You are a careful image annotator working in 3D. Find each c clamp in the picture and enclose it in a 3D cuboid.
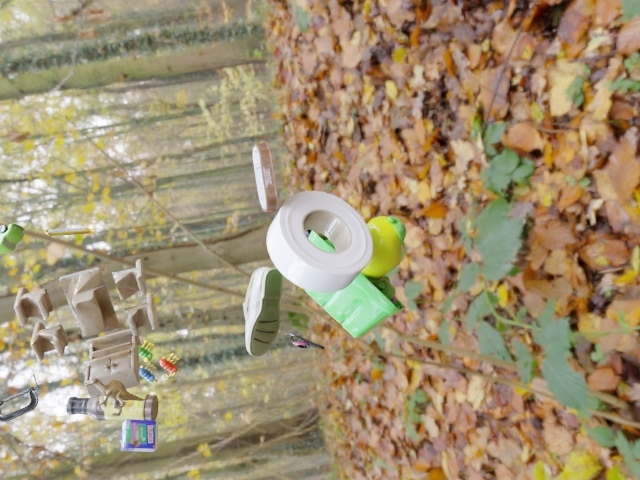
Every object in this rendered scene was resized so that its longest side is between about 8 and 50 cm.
[{"bbox_3d":[-1.039,0.549,2.064,0.137,0.161,0.022,45,150,33],"label":"c clamp"}]

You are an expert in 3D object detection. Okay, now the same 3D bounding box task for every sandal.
[{"bbox_3d":[-0.069,0.411,2.398,0.040,0.179,0.067,-66,-23,-12],"label":"sandal"}]

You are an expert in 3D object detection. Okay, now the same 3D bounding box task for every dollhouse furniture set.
[{"bbox_3d":[-0.711,0.259,1.933,0.256,0.362,0.394,-126,24,-61],"label":"dollhouse furniture set"}]

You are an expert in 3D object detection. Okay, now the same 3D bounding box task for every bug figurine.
[{"bbox_3d":[-0.729,0.523,2.550,0.216,0.279,0.072,43,-135,-21],"label":"bug figurine"}]

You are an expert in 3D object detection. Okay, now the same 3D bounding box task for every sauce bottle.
[{"bbox_3d":[-0.825,0.662,2.385,0.111,0.345,0.111,-178,90,-87],"label":"sauce bottle"}]

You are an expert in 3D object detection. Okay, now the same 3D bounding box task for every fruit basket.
[{"bbox_3d":[0.136,0.077,1.897,0.283,0.392,0.391,22,-123,-76],"label":"fruit basket"}]

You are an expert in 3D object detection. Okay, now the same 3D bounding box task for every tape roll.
[{"bbox_3d":[0.000,0.000,1.660,0.100,0.286,0.286,124,143,-46],"label":"tape roll"}]

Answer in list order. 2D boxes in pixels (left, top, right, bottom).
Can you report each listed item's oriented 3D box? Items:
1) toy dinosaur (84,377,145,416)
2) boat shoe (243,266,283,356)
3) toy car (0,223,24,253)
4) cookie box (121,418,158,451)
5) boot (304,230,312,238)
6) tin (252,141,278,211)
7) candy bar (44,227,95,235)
[{"bbox_3d":[-0.544,0.421,1.622,0.183,0.053,0.092,32,-147,-31],"label":"toy dinosaur"},{"bbox_3d":[-0.204,0.241,2.053,0.103,0.113,0.302,6,82,49],"label":"boat shoe"},{"bbox_3d":[-0.840,0.030,1.490,0.053,0.225,0.239,64,-179,26],"label":"toy car"},{"bbox_3d":[-0.578,0.626,1.929,0.040,0.107,0.091,-41,45,42],"label":"cookie box"},{"bbox_3d":[-0.018,0.039,2.350,0.219,0.106,0.082,33,-152,-28],"label":"boot"},{"bbox_3d":[-0.150,-0.170,1.624,0.106,0.040,0.189,-173,73,-69],"label":"tin"},{"bbox_3d":[-0.863,-0.031,2.071,0.040,0.162,0.018,33,119,48],"label":"candy bar"}]
